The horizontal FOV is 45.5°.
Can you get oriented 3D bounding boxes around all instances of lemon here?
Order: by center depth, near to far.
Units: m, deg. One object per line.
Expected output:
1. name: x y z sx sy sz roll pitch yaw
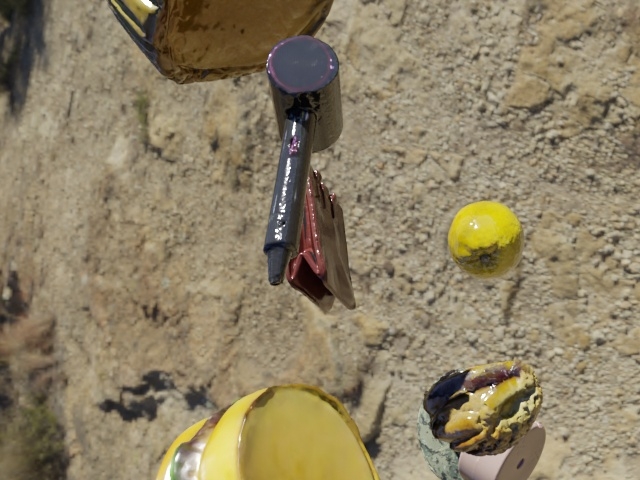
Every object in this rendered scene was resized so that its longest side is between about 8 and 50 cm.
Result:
1. lemon: 0.356 -0.002 1.643 0.170 0.207 0.170 3 107 11

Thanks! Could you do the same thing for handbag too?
1. handbag: -0.001 0.001 1.618 0.084 0.260 0.276 -13 67 16

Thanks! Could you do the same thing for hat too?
1. hat: 0.322 0.377 1.528 0.128 0.265 0.266 88 172 -70

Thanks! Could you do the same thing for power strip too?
1. power strip: 0.304 0.356 1.279 0.078 0.154 0.154 30 109 38

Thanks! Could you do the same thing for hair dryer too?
1. hair dryer: -0.020 -0.064 0.727 0.114 0.070 0.248 83 -169 -63

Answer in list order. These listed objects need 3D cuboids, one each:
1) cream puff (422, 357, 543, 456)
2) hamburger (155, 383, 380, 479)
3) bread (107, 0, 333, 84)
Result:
1. cream puff: 0.183 0.186 0.849 0.133 0.119 0.104 -15 74 5
2. hamburger: -0.102 0.471 1.340 0.277 0.395 0.396 -35 59 33
3. bread: -0.110 -0.293 0.844 0.142 0.253 0.227 53 135 25
